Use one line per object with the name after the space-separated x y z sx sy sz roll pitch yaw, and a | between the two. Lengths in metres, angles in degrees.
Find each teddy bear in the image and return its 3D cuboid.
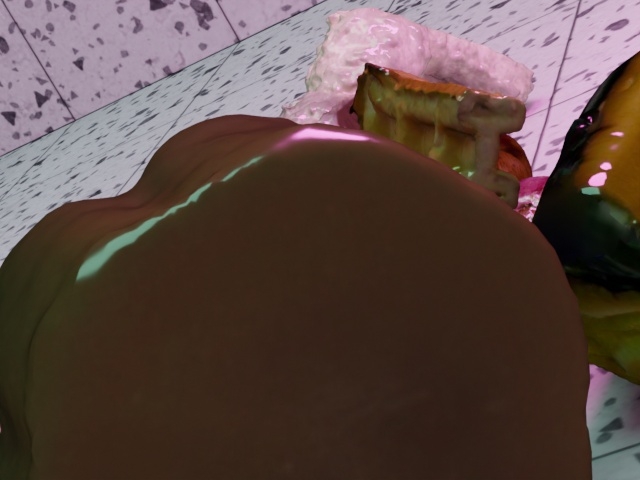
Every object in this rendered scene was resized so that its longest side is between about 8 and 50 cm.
0.074 -0.122 2.361 0.327 0.375 0.362 -12 60 54 | teddy bear

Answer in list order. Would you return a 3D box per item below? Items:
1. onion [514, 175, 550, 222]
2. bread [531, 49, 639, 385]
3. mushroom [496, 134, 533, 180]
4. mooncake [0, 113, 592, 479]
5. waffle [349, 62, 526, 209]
0.222 0.022 1.695 0.177 0.153 0.177 -29 22 13 | onion
0.323 -0.015 1.504 0.376 0.251 0.208 -56 -14 -55 | bread
0.165 -0.055 2.067 0.194 0.138 0.231 -37 1 24 | mushroom
-0.034 0.138 1.288 0.467 0.467 0.262 -34 14 -13 | mooncake
0.106 0.007 1.648 0.077 0.348 0.304 -3 10 -17 | waffle
